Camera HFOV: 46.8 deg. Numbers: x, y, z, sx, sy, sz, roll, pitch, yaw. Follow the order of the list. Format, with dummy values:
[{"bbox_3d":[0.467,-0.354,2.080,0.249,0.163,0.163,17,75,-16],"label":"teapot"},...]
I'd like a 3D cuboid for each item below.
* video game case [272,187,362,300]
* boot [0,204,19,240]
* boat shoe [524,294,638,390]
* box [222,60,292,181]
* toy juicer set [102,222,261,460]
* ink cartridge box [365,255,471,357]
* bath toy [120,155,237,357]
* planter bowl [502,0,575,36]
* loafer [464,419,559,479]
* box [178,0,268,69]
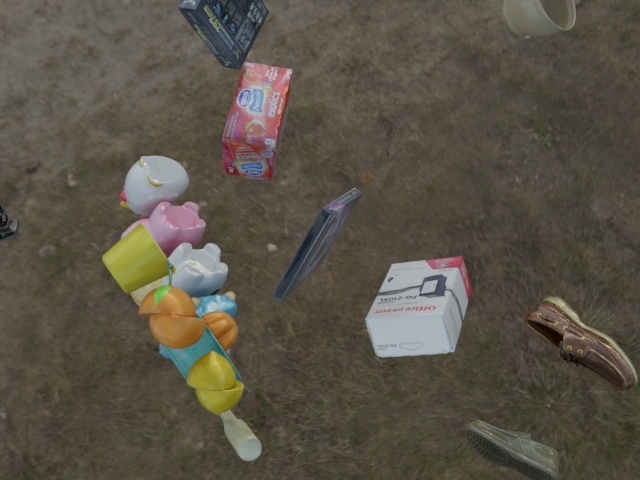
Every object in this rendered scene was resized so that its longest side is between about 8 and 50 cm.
[{"bbox_3d":[0.000,0.000,1.457,0.026,0.274,0.196,32,108,7],"label":"video game case"},{"bbox_3d":[-0.451,-0.037,0.687,0.229,0.263,0.091,-30,46,23],"label":"boot"},{"bbox_3d":[0.363,0.152,1.040,0.060,0.064,0.178,-28,48,-18],"label":"boat shoe"},{"bbox_3d":[-0.147,-0.280,1.727,0.122,0.128,0.257,10,56,-1],"label":"box"},{"bbox_3d":[-0.123,0.139,0.878,0.089,0.329,0.209,-35,37,-14],"label":"toy juicer set"},{"bbox_3d":[0.216,0.140,1.597,0.171,0.237,0.100,-8,115,25],"label":"ink cartridge box"},{"bbox_3d":[-0.255,0.014,1.206,0.129,0.151,0.348,-59,44,40],"label":"bath toy"},{"bbox_3d":[0.483,-0.529,1.669,0.109,0.162,0.162,-20,70,47],"label":"planter bowl"},{"bbox_3d":[0.284,0.307,1.093,0.148,0.056,0.050,27,49,22],"label":"loafer"},{"bbox_3d":[-0.227,-0.553,1.773,0.059,0.233,0.183,15,73,28],"label":"box"}]
